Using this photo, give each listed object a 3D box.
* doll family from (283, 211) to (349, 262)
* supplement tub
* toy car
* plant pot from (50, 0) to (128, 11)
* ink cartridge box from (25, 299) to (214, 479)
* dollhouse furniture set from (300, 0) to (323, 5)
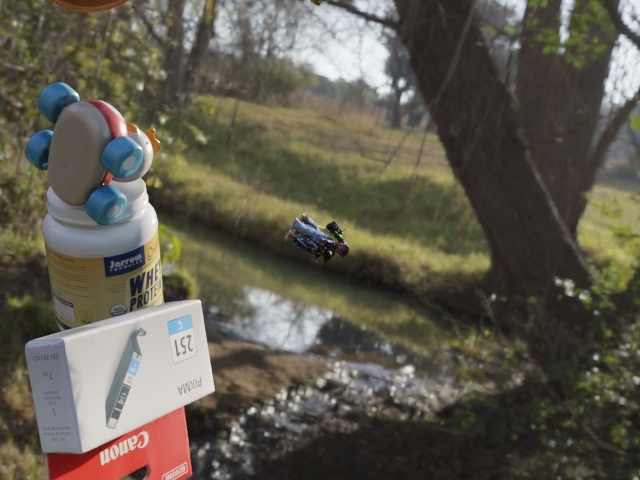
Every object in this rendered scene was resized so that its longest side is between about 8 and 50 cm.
[{"bbox_3d":[0.000,0.000,1.643,0.111,0.076,0.193,34,15,3],"label":"doll family"},{"bbox_3d":[-0.446,0.034,1.854,0.228,0.316,0.228,1,30,-1],"label":"supplement tub"},{"bbox_3d":[-0.392,-0.180,1.717,0.219,0.210,0.238,38,33,19],"label":"toy car"},{"bbox_3d":[-0.475,-0.615,1.754,0.291,0.290,0.203,11,20,-35],"label":"plant pot"},{"bbox_3d":[-0.242,0.229,1.175,0.066,0.261,0.296,-6,3,26],"label":"ink cartridge box"},{"bbox_3d":[-0.045,-0.499,1.507,0.198,0.151,0.301,12,-38,45],"label":"dollhouse furniture set"}]
